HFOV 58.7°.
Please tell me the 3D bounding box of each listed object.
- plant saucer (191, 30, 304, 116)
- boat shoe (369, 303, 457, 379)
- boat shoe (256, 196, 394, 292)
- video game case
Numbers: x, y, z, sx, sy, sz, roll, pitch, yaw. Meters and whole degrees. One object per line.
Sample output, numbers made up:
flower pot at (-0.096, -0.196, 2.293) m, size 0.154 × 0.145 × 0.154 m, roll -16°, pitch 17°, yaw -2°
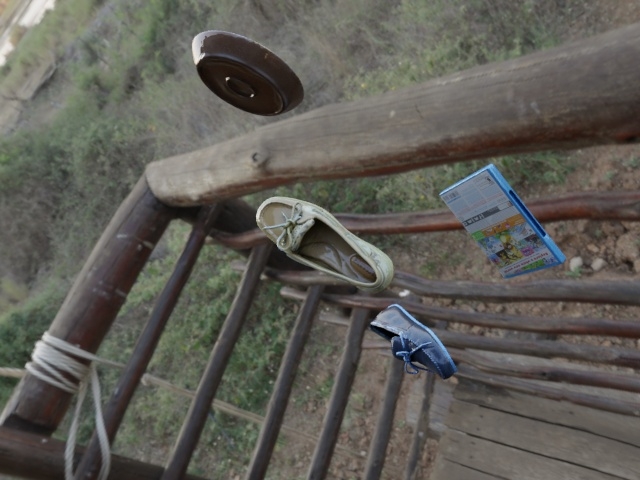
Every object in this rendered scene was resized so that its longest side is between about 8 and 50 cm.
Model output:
plant saucer at (-0.105, -0.221, 0.788) m, size 0.169 × 0.168 × 0.029 m, roll 3°, pitch 66°, yaw 49°
boat shoe at (0.191, 0.229, 1.207) m, size 0.089 × 0.108 × 0.258 m, roll -29°, pitch 21°, yaw -11°
boat shoe at (0.000, 0.000, 1.019) m, size 0.285 × 0.089 × 0.104 m, roll 27°, pitch 95°, yaw 17°
video game case at (0.257, -0.022, 0.818) m, size 0.015 × 0.166 × 0.119 m, roll -40°, pitch 3°, yaw -26°
